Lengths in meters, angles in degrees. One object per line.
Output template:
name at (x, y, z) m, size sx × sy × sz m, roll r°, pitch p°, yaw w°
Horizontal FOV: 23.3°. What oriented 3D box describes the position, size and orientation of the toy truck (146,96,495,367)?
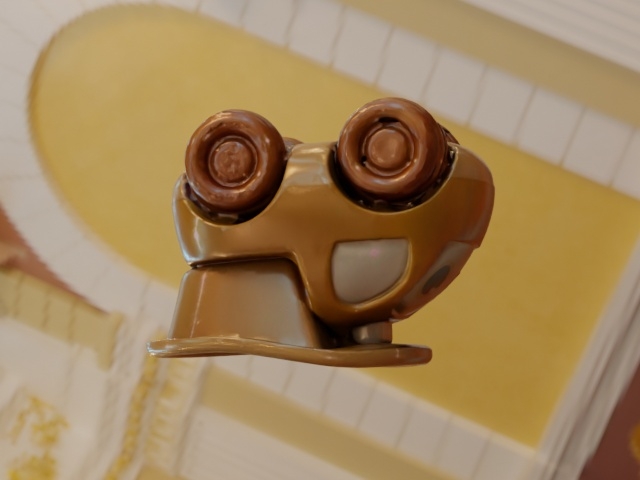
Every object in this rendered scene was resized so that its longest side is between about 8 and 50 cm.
toy truck at (0.000, 0.000, 1.278) m, size 0.204 × 0.288 × 0.211 m, roll 18°, pitch -110°, yaw -77°
